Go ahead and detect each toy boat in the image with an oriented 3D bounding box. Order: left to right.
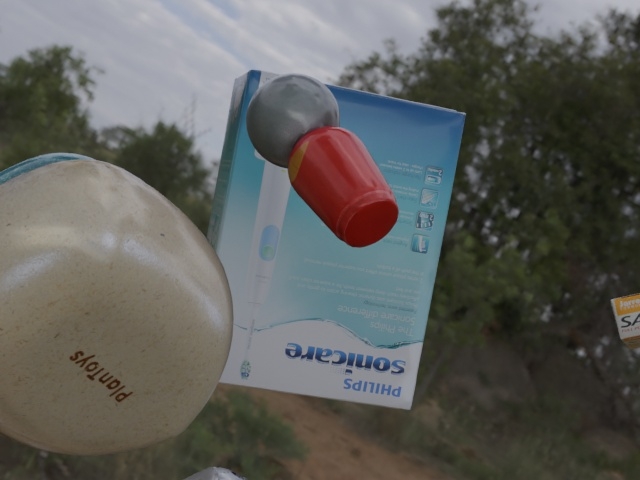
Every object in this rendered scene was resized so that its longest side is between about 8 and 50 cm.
[{"bbox_3d":[-0.107,0.008,0.735,0.148,0.318,0.267,55,-7,37],"label":"toy boat"}]

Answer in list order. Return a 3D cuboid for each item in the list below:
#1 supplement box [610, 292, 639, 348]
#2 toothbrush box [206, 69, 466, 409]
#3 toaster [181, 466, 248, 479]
[{"bbox_3d":[0.287,0.067,0.933,0.062,0.036,0.098,-15,-15,18],"label":"supplement box"},{"bbox_3d":[0.000,0.000,1.077,0.216,0.296,0.126,9,2,-11],"label":"toothbrush box"},{"bbox_3d":[-0.072,0.246,0.714,0.146,0.227,0.129,45,39,-13],"label":"toaster"}]
